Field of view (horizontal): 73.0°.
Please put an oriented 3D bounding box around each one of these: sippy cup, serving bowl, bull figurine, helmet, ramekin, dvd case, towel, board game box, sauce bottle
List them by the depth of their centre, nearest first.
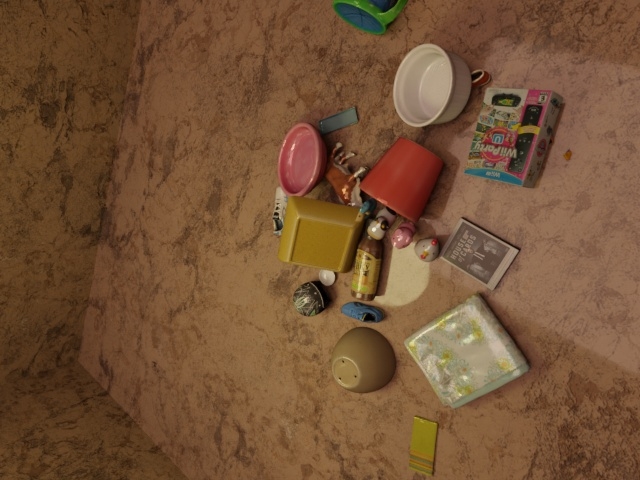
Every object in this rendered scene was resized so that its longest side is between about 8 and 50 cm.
[{"bbox_3d":[0.644,-0.349,1.466,0.224,0.097,0.304,25,108,45],"label":"board game box"},{"bbox_3d":[0.404,-0.550,1.558,0.277,0.135,0.278,14,107,54],"label":"ramekin"},{"bbox_3d":[0.584,0.048,1.615,0.238,0.029,0.179,34,112,25],"label":"dvd case"},{"bbox_3d":[0.541,0.429,1.649,0.374,0.090,0.321,-42,74,29],"label":"towel"},{"bbox_3d":[0.196,-0.955,1.657,0.305,0.240,0.224,26,100,3],"label":"sippy cup"},{"bbox_3d":[0.430,0.858,1.809,0.102,0.021,0.238,7,98,27],"label":"towel"},{"bbox_3d":[0.201,0.078,1.819,0.111,0.111,0.345,13,101,31],"label":"sauce bottle"},{"bbox_3d":[0.108,-0.265,1.831,0.188,0.101,0.310,-50,60,20],"label":"bull figurine"},{"bbox_3d":[-0.045,0.266,1.966,0.169,0.161,0.170,4,97,32],"label":"helmet"},{"bbox_3d":[0.036,0.163,1.983,0.083,0.027,0.084,4,97,33],"label":"serving bowl"}]

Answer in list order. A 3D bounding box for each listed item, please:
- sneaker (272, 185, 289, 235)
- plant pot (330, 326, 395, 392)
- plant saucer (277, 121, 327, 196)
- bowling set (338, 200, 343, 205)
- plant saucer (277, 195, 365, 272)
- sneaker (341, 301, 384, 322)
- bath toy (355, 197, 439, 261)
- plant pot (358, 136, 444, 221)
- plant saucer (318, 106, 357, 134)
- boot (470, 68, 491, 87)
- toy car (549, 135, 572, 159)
[{"bbox_3d":[-0.189,-0.142,2.063,0.085,0.086,0.238,2,95,34],"label":"sneaker"},{"bbox_3d":[0.153,0.532,1.851,0.284,0.190,0.284,4,97,33],"label":"plant pot"},{"bbox_3d":[-0.076,-0.350,1.916,0.332,0.084,0.333,-9,78,54],"label":"plant saucer"},{"bbox_3d":[0.006,-0.061,1.885,0.287,0.199,0.154,-29,80,36],"label":"bowling set"},{"bbox_3d":[0.000,0.000,1.807,0.332,0.081,0.333,11,123,-4],"label":"plant saucer"},{"bbox_3d":[0.171,0.315,1.881,0.209,0.082,0.069,6,101,34],"label":"sneaker"},{"bbox_3d":[0.306,-0.034,1.665,0.348,0.129,0.151,33,72,6],"label":"bath toy"},{"bbox_3d":[0.318,-0.237,1.632,0.275,0.275,0.243,37,103,24],"label":"plant pot"},{"bbox_3d":[0.077,-0.519,1.889,0.192,0.018,0.067,-11,89,32],"label":"plant saucer"},{"bbox_3d":[0.522,-0.569,1.556,0.157,0.084,0.059,-17,87,35],"label":"boot"},{"bbox_3d":[0.784,-0.318,1.453,0.040,0.060,0.122,-42,88,-16],"label":"toy car"}]
